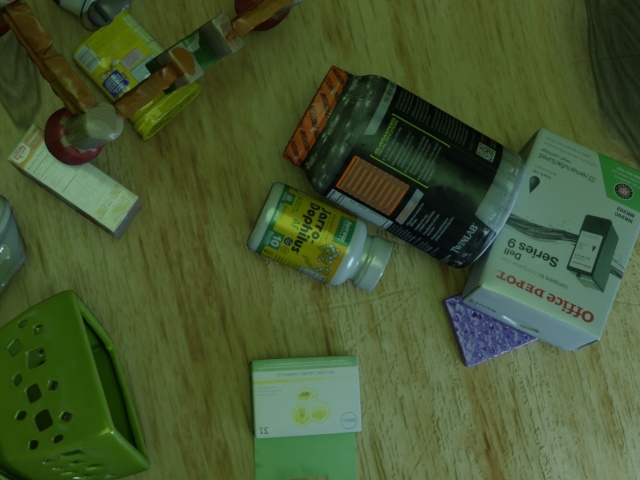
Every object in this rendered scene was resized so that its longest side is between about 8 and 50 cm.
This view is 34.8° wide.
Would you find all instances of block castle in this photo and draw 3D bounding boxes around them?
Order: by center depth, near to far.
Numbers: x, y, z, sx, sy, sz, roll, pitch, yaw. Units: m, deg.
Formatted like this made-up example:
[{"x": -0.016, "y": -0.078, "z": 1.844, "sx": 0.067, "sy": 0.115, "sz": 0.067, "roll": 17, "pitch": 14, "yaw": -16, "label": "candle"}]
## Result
[{"x": -0.263, "y": -0.348, "z": 1.464, "sx": 0.453, "sy": 0.213, "sz": 0.303, "roll": -41, "pitch": 107, "yaw": -23, "label": "block castle"}]

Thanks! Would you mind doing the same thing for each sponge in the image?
[{"x": 0.313, "y": 0.116, "z": 1.678, "sx": 0.210, "sy": 0.031, "sz": 0.117, "roll": -21, "pitch": 89, "yaw": -10, "label": "sponge"}]

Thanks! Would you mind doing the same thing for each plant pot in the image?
[{"x": -0.388, "y": 0.234, "z": 1.444, "sx": 0.207, "sy": 0.227, "sz": 0.228, "roll": -20, "pitch": 65, "yaw": -4, "label": "plant pot"}]

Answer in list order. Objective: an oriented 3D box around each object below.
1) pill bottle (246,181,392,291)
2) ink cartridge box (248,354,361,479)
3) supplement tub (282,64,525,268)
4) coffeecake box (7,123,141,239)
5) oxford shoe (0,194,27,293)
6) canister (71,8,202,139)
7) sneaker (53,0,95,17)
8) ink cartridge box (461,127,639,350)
[{"x": 0.000, "y": 0.000, "z": 1.597, "sx": 0.208, "sy": 0.117, "sz": 0.117, "roll": 25, "pitch": 82, "yaw": -6, "label": "pill bottle"}, {"x": -0.022, "y": 0.301, "z": 1.601, "sx": 0.171, "sy": 0.056, "sz": 0.235, "roll": -2, "pitch": 83, "yaw": -9, "label": "ink cartridge box"}, {"x": 0.125, "y": -0.118, "z": 1.581, "sx": 0.338, "sy": 0.207, "sz": 0.207, "roll": 30, "pitch": 82, "yaw": -5, "label": "supplement tub"}, {"x": -0.365, "y": -0.085, "z": 1.536, "sx": 0.185, "sy": 0.142, "sz": 0.068, "roll": 35, "pitch": 82, "yaw": -4, "label": "coffeecake box"}, {"x": -0.600, "y": 0.118, "z": 1.492, "sx": 0.449, "sy": 0.130, "sz": 0.169, "roll": -46, "pitch": 48, "yaw": -8, "label": "oxford shoe"}, {"x": -0.288, "y": -0.262, "z": 1.599, "sx": 0.126, "sy": 0.073, "sz": 0.170, "roll": -43, "pitch": 91, "yaw": -10, "label": "canister"}, {"x": -0.342, "y": -0.473, "z": 1.598, "sx": 0.091, "sy": 0.094, "sz": 0.258, "roll": 22, "pitch": 83, "yaw": -11, "label": "sneaker"}, {"x": 0.379, "y": 0.002, "z": 1.625, "sx": 0.211, "sy": 0.121, "sz": 0.289, "roll": 24, "pitch": 74, "yaw": 0, "label": "ink cartridge box"}]
